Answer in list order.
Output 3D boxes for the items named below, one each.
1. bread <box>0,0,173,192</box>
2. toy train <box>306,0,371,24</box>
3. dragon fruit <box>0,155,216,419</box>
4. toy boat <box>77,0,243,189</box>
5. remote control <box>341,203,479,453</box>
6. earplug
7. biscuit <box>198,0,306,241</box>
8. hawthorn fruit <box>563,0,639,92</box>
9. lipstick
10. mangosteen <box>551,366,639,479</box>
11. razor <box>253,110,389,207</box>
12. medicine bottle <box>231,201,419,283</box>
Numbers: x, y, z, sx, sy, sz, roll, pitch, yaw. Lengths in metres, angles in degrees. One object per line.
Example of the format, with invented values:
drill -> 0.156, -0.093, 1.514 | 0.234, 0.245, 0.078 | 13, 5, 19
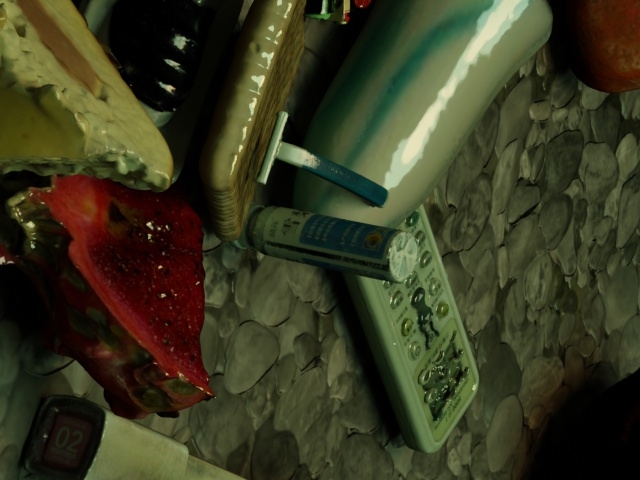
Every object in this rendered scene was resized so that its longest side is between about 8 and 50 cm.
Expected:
bread -> -0.227, -0.149, 1.425 | 0.184, 0.224, 0.211 | 9, 83, -62
toy train -> 0.010, -0.275, 1.875 | 0.087, 0.050, 0.138 | -19, 116, -48
dragon fruit -> -0.199, 0.019, 1.593 | 0.211, 0.134, 0.262 | 37, 33, -34
toy boat -> -0.132, -0.180, 1.601 | 0.141, 0.141, 0.269 | 52, 54, -49
remote control -> 0.089, 0.079, 2.077 | 0.128, 0.066, 0.335 | -54, 139, -36
earplug -> 0.077, -0.128, 1.918 | 0.324, 0.185, 0.185 | -58, 141, -19
biscuit -> -0.060, -0.120, 1.686 | 0.325, 0.044, 0.217 | 96, 14, -83
hawthorn fruit -> 0.385, -0.261, 2.306 | 0.169, 0.188, 0.169 | -5, 90, -73
lipstick -> -0.157, 0.210, 1.737 | 0.253, 0.079, 0.077 | 35, 71, -53
mangosteen -> 0.489, 0.361, 2.430 | 0.382, 0.435, 0.382 | -19, 147, -13
razor -> 0.013, -0.059, 1.757 | 0.191, 0.037, 0.068 | 23, 85, -51
medicine bottle -> 0.000, 0.000, 1.809 | 0.051, 0.191, 0.051 | -23, 119, -50
